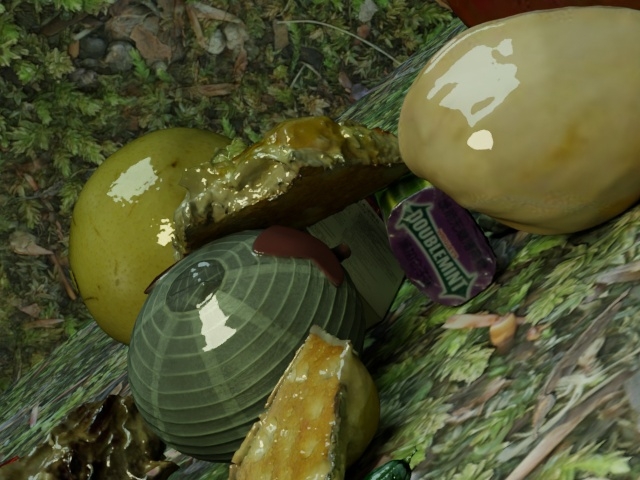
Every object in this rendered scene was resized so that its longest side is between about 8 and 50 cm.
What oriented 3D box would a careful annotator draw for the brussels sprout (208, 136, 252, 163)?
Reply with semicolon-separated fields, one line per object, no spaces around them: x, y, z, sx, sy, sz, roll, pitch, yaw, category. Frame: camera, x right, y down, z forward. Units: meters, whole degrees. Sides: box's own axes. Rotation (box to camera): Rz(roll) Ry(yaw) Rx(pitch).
-0.086;-0.080;1.575;0.085;0.058;0.085;-40;-22;-20;brussels sprout

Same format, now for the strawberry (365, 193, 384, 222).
0.035;-0.032;1.830;0.245;0.205;0.205;-11;18;14;strawberry

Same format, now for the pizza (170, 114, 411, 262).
-0.051;-0.061;1.446;0.323;0.089;0.223;-25;-17;15;pizza

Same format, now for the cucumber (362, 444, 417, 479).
0.022;0.229;1.077;0.168;0.039;0.039;-43;11;-11;cucumber

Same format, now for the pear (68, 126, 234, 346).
-0.217;0.003;2.060;0.348;0.348;0.348;-37;10;8;pear

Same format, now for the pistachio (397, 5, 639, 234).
0.232;-0.125;1.358;0.309;0.229;0.230;-23;11;3;pistachio

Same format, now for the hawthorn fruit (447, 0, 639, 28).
0.361;-0.435;1.768;0.472;0.471;0.472;-37;10;8;hawthorn fruit

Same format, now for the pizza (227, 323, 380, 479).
0.009;0.187;1.233;0.188;0.081;0.204;-63;23;-5;pizza

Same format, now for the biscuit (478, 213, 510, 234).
0.290;-0.097;1.562;0.265;0.040;0.188;-38;12;5;biscuit

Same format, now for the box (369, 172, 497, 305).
0.121;-0.027;1.582;0.097;0.134;0.345;-35;11;6;box

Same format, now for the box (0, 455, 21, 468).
-0.562;0.452;2.013;0.313;0.089;0.197;-31;14;40;box

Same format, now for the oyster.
-0.254;0.311;1.403;0.096;0.221;0.361;19;39;34;oyster

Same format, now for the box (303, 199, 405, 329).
0.000;0.000;1.656;0.095;0.212;0.168;-33;12;32;box

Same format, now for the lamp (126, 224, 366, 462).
-0.076;0.103;1.401;0.265;0.233;0.233;-24;12;8;lamp
